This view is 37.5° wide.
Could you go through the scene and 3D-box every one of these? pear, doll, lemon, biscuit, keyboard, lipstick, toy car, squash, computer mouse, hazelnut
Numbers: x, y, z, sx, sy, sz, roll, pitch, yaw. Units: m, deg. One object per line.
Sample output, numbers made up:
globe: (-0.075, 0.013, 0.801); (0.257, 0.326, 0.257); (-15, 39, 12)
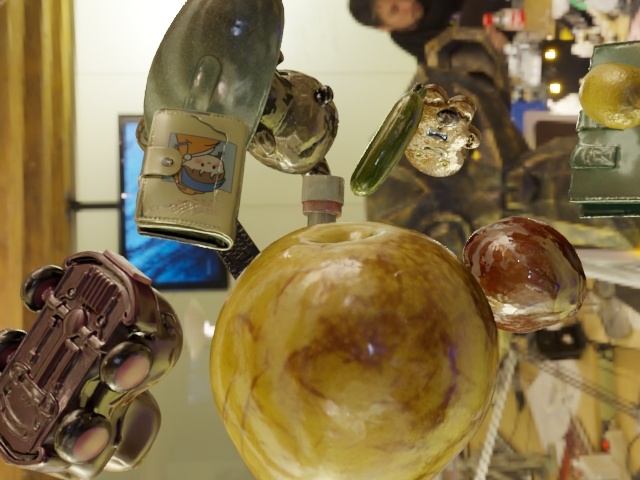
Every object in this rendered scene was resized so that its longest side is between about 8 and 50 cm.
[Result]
pear: (0.030, 0.115, 0.888); (0.281, 0.281, 0.280); (179, 90, -85)
doll: (-0.145, -0.251, 1.947); (0.382, 0.379, 0.252); (31, -115, -49)
lemon: (0.366, -0.177, 1.158); (0.111, 0.082, 0.082); (-143, 51, -62)
biscuit: (0.255, -0.227, 2.031); (0.236, 0.180, 0.039); (97, -162, -50)
keyboard: (-0.142, 0.006, 1.529); (0.204, 0.061, 0.013); (55, 171, 5)
lipstick: (0.000, 0.000, 1.385); (0.057, 0.063, 0.186); (59, -146, -78)
toy car: (-0.329, 0.200, 1.413); (0.271, 0.240, 0.340); (35, 92, 39)
squash: (0.134, -0.190, 1.774); (0.252, 0.066, 0.066); (-59, 4, -4)
computer mouse: (-0.180, -0.261, 1.549); (0.114, 0.203, 0.373); (-67, -1, -65)
hazelnut: (0.237, 0.044, 1.093); (0.154, 0.143, 0.143); (33, -131, -58)

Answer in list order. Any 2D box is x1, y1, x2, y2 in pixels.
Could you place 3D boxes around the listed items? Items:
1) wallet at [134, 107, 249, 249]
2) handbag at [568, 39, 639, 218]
wallet: (-0.137, -0.071, 1.008); (0.039, 0.110, 0.155); (111, 165, -56)
handbag: (0.504, -0.158, 1.336); (0.100, 0.274, 0.268); (35, -120, -49)
